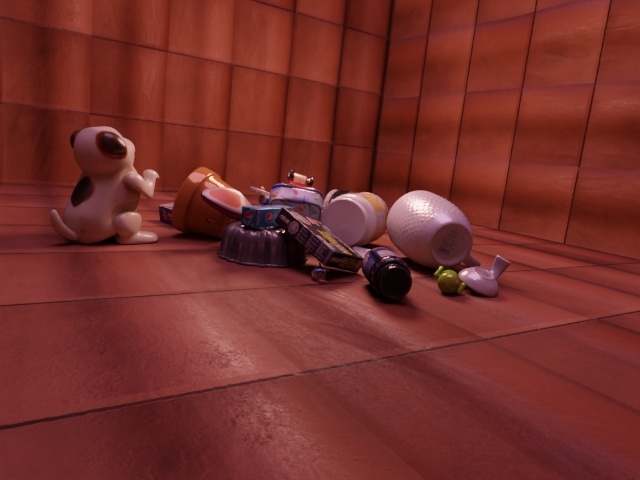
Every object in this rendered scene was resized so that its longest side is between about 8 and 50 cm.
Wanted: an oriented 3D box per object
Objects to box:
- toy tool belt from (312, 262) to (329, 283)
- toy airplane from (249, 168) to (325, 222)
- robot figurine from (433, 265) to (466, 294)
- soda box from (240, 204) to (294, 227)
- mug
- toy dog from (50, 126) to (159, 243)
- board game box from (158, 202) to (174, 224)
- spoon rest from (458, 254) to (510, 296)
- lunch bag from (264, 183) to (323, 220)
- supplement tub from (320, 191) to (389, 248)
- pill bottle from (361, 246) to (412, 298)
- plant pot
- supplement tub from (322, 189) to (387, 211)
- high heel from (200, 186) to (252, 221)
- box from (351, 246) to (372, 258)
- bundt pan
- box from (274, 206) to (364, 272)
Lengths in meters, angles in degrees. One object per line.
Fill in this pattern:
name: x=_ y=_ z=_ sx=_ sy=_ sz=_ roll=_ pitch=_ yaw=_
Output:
toy tool belt: x=0.001 y=0.101 z=1.481 sx=0.052 sy=0.051 sz=0.083 roll=4 pitch=10 yaw=-11
toy airplane: x=-0.123 y=-0.174 z=2.419 sx=0.386 sy=0.273 sz=0.384 roll=35 pitch=23 yaw=22
robot figurine: x=0.405 y=0.131 z=1.503 sx=0.101 sy=0.067 sz=0.115 roll=41 pitch=16 yaw=10
soda box: x=-0.185 y=-0.088 z=1.690 sx=0.071 sy=0.067 sz=0.210 roll=13 pitch=11 yaw=33
mug: x=0.473 y=-0.004 z=1.860 sx=0.374 sy=0.276 sz=0.328 roll=35 pitch=7 yaw=-18
toy dog: x=-0.793 y=-0.207 z=1.728 sx=0.284 sy=0.408 sz=0.395 roll=13 pitch=12 yaw=38
board game box: x=-0.569 y=-0.144 z=2.311 sx=0.347 sy=0.078 sz=0.233 roll=-16 pitch=23 yaw=-42
spoon rest: x=0.558 y=0.126 z=1.603 sx=0.137 sy=0.084 sz=0.276 roll=36 pitch=33 yaw=28
lunch bag: x=-0.123 y=-0.118 z=2.024 sx=0.243 sy=0.303 sz=0.115 roll=8 pitch=54 yaw=-7
supplement tub: x=0.156 y=-0.091 z=2.119 sx=0.240 sy=0.241 sz=0.331 roll=10 pitch=11 yaw=22
pill bottle: x=0.198 y=0.097 z=1.413 sx=0.122 sy=0.123 sz=0.219 roll=5 pitch=11 yaw=-6
plant pot: x=-0.453 y=-0.135 z=1.996 sx=0.203 sy=0.291 sz=0.291 roll=24 pitch=13 yaw=8
supplement tub: x=0.196 y=-0.172 z=2.704 sx=0.337 sy=0.207 sz=0.207 roll=14 pitch=13 yaw=39
high heel: x=-0.317 y=-0.085 z=1.891 sx=0.377 sy=0.181 sz=0.127 roll=22 pitch=45 yaw=-25
box: x=0.168 y=0.063 z=1.836 sx=0.145 sy=0.038 sz=0.186 roll=9 pitch=9 yaw=21
bundt pan: x=-0.206 y=0.001 z=1.728 sx=0.330 sy=0.124 sz=0.331 roll=5 pitch=9 yaw=-1
box: x=0.000 y=0.000 z=1.620 sx=0.270 sy=0.060 sz=0.216 roll=41 pitch=13 yaw=33
